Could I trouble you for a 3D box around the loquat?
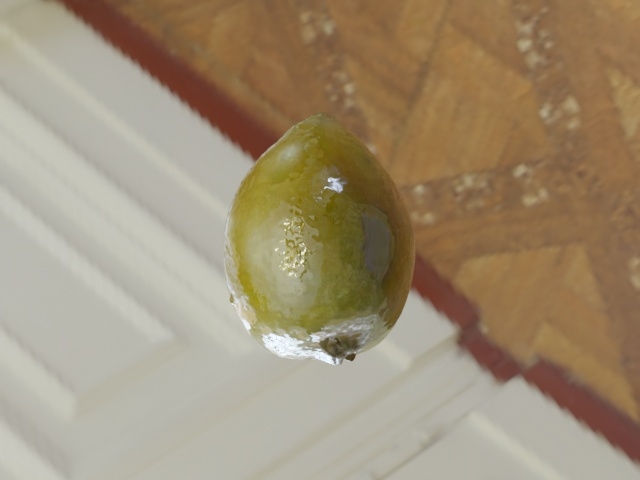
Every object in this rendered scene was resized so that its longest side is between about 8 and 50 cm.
[{"bbox_3d":[0.000,0.000,1.441,0.152,0.152,0.195,-17,75,47],"label":"loquat"}]
